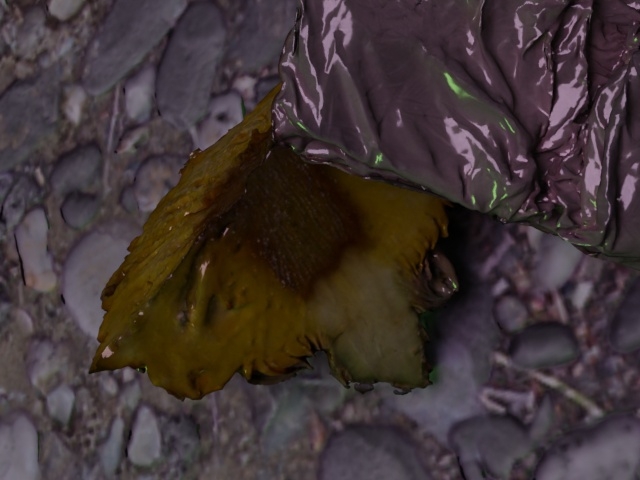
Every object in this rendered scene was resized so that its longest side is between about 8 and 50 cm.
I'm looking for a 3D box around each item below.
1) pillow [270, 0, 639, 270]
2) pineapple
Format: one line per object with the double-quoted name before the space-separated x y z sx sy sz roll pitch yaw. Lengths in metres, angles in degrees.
"pillow" 0.104 -0.070 0.629 0.248 0.049 0.135 19 93 -2
"pineapple" 0.004 -0.005 0.735 0.249 0.164 0.140 -52 25 1
